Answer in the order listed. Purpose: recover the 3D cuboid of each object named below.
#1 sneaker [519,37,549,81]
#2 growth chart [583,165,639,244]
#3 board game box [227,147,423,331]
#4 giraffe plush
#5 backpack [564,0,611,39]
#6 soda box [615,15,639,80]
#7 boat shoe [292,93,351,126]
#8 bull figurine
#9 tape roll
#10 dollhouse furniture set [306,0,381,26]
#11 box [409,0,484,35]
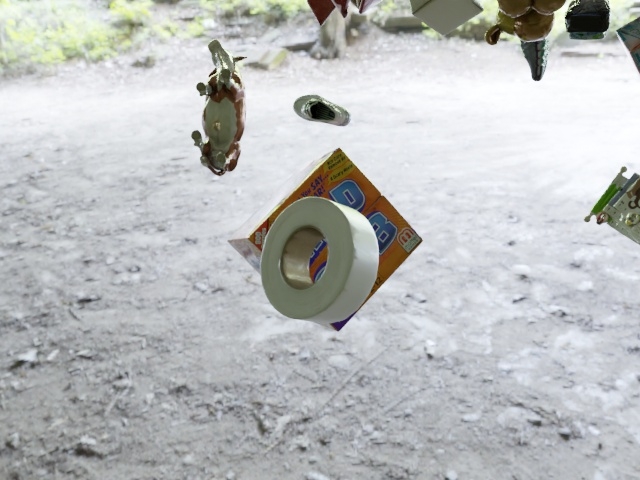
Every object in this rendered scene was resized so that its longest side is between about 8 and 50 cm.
[{"bbox_3d":[0.546,-0.531,1.704,0.098,0.223,0.083,6,24,28],"label":"sneaker"},{"bbox_3d":[0.688,-0.071,1.375,0.021,0.172,0.237,20,14,-30],"label":"growth chart"},{"bbox_3d":[0.000,0.000,1.893,0.356,0.356,0.356,-46,12,-13],"label":"board game box"},{"bbox_3d":[0.354,-0.419,1.128,0.181,0.170,0.210,-8,55,4],"label":"giraffe plush"},{"bbox_3d":[0.647,-0.540,1.576,0.105,0.084,0.114,4,44,20],"label":"backpack"},{"bbox_3d":[0.552,-0.289,1.071,0.058,0.183,0.063,-29,48,26],"label":"soda box"},{"bbox_3d":[-0.011,-0.398,1.949,0.226,0.083,0.076,19,12,38],"label":"boat shoe"},{"bbox_3d":[-0.222,-0.299,1.459,0.101,0.310,0.188,1,8,6],"label":"bull figurine"},{"bbox_3d":[-0.008,0.046,1.493,0.286,0.286,0.100,20,3,43],"label":"tape roll"},{"bbox_3d":[0.077,-0.506,1.260,0.201,0.152,0.374,-34,-4,-7],"label":"dollhouse furniture set"},{"bbox_3d":[0.279,-0.675,1.569,0.121,0.311,0.148,-25,-27,38],"label":"box"}]
